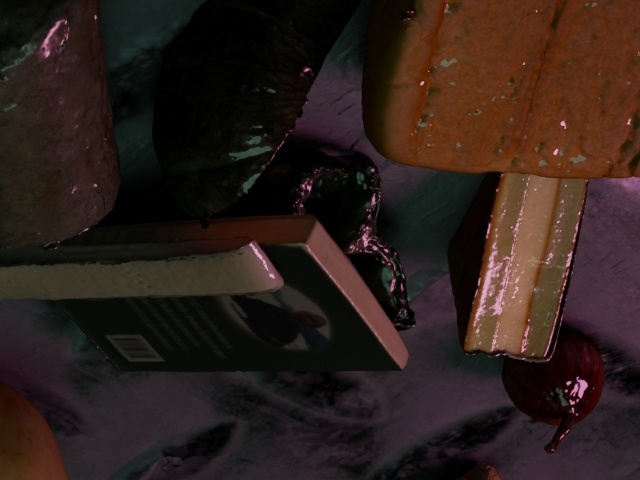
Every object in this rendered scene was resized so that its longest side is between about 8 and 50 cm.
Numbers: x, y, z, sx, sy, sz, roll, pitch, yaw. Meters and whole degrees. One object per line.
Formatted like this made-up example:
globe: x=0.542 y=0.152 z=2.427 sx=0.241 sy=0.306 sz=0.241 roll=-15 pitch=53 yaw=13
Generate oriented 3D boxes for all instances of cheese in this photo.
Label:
cheese: x=-0.226 y=0.031 z=1.857 sx=0.400 sy=0.034 sz=0.085 roll=-2 pitch=149 yaw=29

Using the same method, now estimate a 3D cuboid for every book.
book: x=-0.119 y=0.065 z=1.932 sx=0.371 sy=0.043 sz=0.260 roll=-2 pitch=145 yaw=27

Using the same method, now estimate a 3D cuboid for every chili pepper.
chili pepper: x=-0.001 y=-0.008 z=1.917 sx=0.148 sy=0.116 sz=0.264 roll=-9 pitch=141 yaw=19

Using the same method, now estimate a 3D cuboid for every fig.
fig: x=0.276 y=0.166 z=2.147 sx=0.128 sy=0.150 sz=0.128 roll=6 pitch=110 yaw=17

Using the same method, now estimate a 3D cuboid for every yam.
yam: x=-0.284 y=-0.146 z=1.625 sx=0.195 sy=0.195 sz=0.300 roll=-6 pitch=140 yaw=-3

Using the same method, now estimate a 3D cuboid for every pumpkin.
pumpkin: x=-0.082 y=-0.135 z=1.699 sx=0.111 sy=0.163 sz=0.278 roll=32 pitch=127 yaw=-32

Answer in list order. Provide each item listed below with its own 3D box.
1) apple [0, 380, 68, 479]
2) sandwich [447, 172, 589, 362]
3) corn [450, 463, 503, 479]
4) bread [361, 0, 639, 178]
apple: x=-0.440 y=0.306 z=2.076 sx=0.319 sy=0.277 sz=0.319 roll=1 pitch=133 yaw=1
sandwich: x=0.226 y=0.018 z=1.947 sx=0.117 sy=0.144 sz=0.187 roll=6 pitch=138 yaw=-20
corn: x=0.152 y=0.389 z=2.407 sx=0.097 sy=0.097 sz=0.262 roll=22 pitch=130 yaw=-31
bread: x=0.204 y=-0.204 z=1.686 sx=0.328 sy=0.148 sz=0.337 roll=1 pitch=141 yaw=-5
